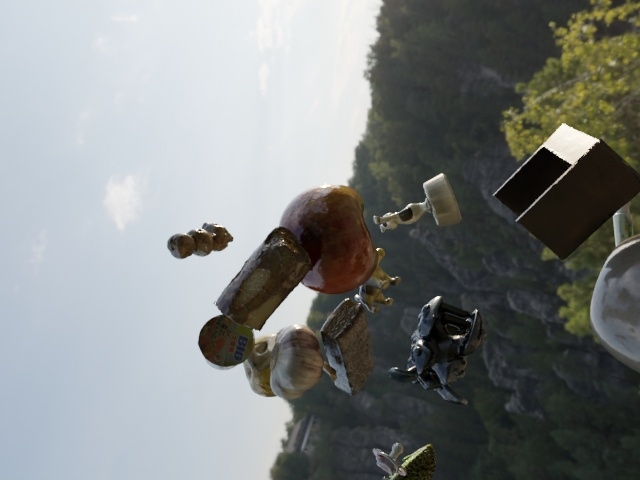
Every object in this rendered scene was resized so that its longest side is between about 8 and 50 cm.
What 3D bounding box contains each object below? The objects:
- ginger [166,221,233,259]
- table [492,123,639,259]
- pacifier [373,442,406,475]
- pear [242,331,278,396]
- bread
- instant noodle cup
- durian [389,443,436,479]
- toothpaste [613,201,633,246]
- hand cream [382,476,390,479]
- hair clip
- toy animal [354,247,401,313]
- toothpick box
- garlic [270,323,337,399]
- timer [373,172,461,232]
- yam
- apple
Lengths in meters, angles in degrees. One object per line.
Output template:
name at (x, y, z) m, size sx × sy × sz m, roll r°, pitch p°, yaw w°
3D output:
ginger at (-0.339, 0.004, 1.374) m, size 0.204 × 0.104 × 0.080 m, roll -26°, pitch -28°, yaw -57°
table at (0.678, -0.137, 1.367) m, size 0.282 × 0.196 × 0.250 m, roll -49°, pitch 12°, yaw 19°
pacifier at (0.183, 0.547, 1.246) m, size 0.078 × 0.099 × 0.081 m, roll -43°, pitch -38°, yaw -30°
pear at (-0.184, 0.497, 1.991) m, size 0.271 × 0.271 × 0.271 m, roll 15°, pitch -90°, yaw -82°
bread at (0.103, 0.381, 1.714) m, size 0.165 × 0.113 × 0.416 m, roll -51°, pitch -32°, yaw -29°
instant noodle cup at (-0.355, 0.388, 1.837) m, size 0.153 × 0.205 × 0.205 m, roll 119°, pitch 171°, yaw -61°
durian at (0.276, 0.683, 1.463) m, size 0.215 × 0.086 × 0.100 m, roll -29°, pitch -2°, yaw -27°
toothpaste at (0.938, 0.027, 1.514) m, size 0.056 × 0.058 × 0.314 m, roll 59°, pitch -145°, yaw -67°
hand cream at (0.330, 0.865, 1.615) m, size 0.050 × 0.275 × 0.079 m, roll -21°, pitch -52°, yaw -60°
hair clip at (0.285, 0.272, 1.196) m, size 0.310 × 0.195 × 0.206 m, roll 72°, pitch -143°, yaw -65°
toy animal at (0.186, 0.134, 1.697) m, size 0.121 × 0.169 × 0.233 m, roll -23°, pitch -54°, yaw -40°
toothpick box at (0.944, 0.188, 1.207) m, size 0.409 × 0.425 × 0.408 m, roll -12°, pitch -70°, yaw -36°
garlic at (-0.045, 0.410, 1.622) m, size 0.245 × 0.253 × 0.245 m, roll -48°, pitch 30°, yaw 40°
timer at (0.316, -0.097, 1.645) m, size 0.175 × 0.266 × 0.175 m, roll -21°, pitch -90°, yaw -78°
yam at (-0.124, 0.093, 1.126) m, size 0.238 × 0.128 × 0.129 m, roll -50°, pitch -7°, yaw 11°
apple at (0.000, 0.000, 1.248) m, size 0.163 × 0.251 × 0.292 m, roll -4°, pitch -103°, yaw -67°
